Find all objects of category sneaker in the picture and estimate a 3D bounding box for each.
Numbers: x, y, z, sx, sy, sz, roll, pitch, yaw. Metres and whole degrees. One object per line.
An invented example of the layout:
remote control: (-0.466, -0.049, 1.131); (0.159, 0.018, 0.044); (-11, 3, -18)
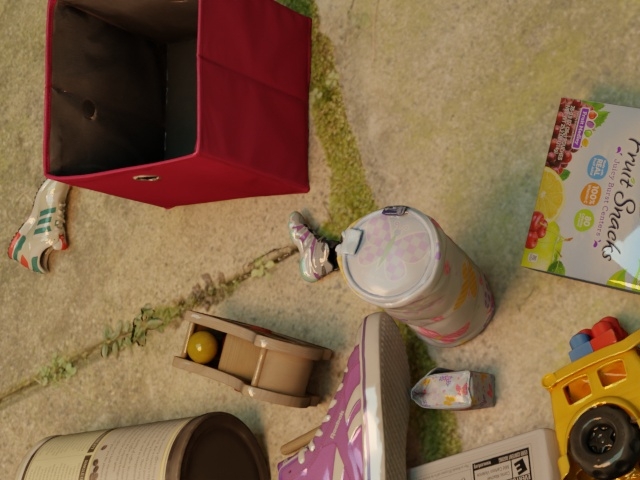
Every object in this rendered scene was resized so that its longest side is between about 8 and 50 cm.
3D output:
sneaker: (-0.393, -0.024, 2.173); (0.075, 0.057, 0.161); (33, 99, 15)
sneaker: (0.019, 0.224, 1.757); (0.161, 0.102, 0.282); (-6, 69, 26)
sneaker: (0.000, 0.000, 1.925); (0.069, 0.038, 0.098); (-22, 80, 26)

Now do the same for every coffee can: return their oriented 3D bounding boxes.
coffee can: (-0.232, 0.337, 1.911); (0.275, 0.201, 0.201); (-11, 76, 30)

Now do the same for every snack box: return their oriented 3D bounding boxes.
snack box: (0.342, -0.049, 1.695); (0.174, 0.070, 0.207); (14, 90, 34)

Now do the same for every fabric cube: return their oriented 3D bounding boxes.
fabric cube: (-0.185, -0.191, 1.942); (0.254, 0.258, 0.259); (-6, 78, 31)

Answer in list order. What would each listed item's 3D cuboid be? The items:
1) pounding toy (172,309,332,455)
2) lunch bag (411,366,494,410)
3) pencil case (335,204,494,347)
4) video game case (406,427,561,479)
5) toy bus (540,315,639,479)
pounding toy: (-0.077, 0.190, 1.867); (0.269, 0.154, 0.155); (14, 89, 34)
lunch bag: (0.157, 0.179, 1.770); (0.083, 0.071, 0.053); (-10, 78, 31)
pencil case: (0.113, 0.047, 1.703); (0.124, 0.273, 0.113); (0, 75, 22)
video game case: (0.155, 0.397, 1.681); (0.329, 0.036, 0.300); (-26, 58, 42)
toy bus: (0.357, 0.163, 1.619); (0.220, 0.149, 0.211); (-29, 51, 23)
